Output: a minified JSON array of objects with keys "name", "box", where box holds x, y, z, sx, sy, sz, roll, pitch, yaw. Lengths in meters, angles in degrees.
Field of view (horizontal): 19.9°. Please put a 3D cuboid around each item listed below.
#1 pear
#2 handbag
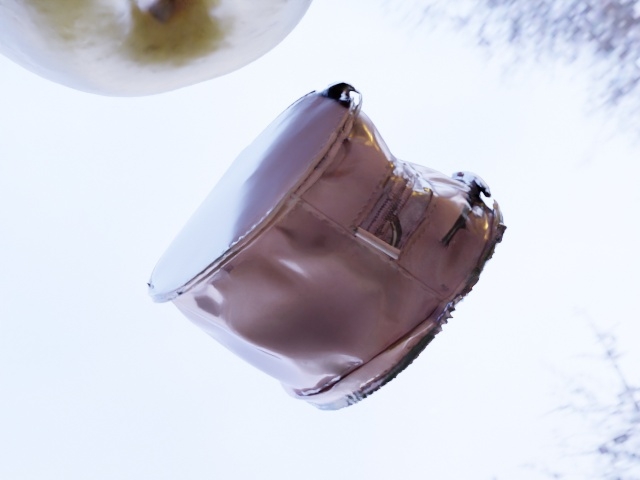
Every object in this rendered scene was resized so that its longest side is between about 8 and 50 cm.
[{"name":"pear","box":[-0.131,-0.238,1.202,0.309,0.309,0.309,5,-108,-15]},{"name":"handbag","box":[0.001,0.001,1.051,0.116,0.205,0.179,42,-90,-14]}]
